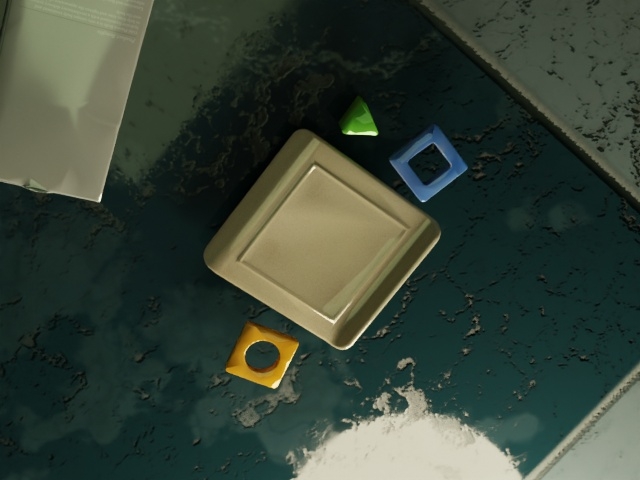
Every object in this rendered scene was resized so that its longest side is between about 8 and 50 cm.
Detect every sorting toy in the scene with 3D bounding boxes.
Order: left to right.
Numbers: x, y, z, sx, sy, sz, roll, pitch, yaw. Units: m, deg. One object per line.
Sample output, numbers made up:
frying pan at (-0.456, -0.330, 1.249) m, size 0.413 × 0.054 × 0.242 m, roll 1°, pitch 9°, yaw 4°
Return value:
sorting toy at (0.000, 0.000, 1.179) m, size 0.196 × 0.047 × 0.348 m, roll 35°, pitch 102°, yaw -19°

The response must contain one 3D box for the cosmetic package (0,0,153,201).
cosmetic package at (-0.237, -0.168, 1.022) m, size 0.127 × 0.107 × 0.238 m, roll 14°, pitch 112°, yaw -18°
